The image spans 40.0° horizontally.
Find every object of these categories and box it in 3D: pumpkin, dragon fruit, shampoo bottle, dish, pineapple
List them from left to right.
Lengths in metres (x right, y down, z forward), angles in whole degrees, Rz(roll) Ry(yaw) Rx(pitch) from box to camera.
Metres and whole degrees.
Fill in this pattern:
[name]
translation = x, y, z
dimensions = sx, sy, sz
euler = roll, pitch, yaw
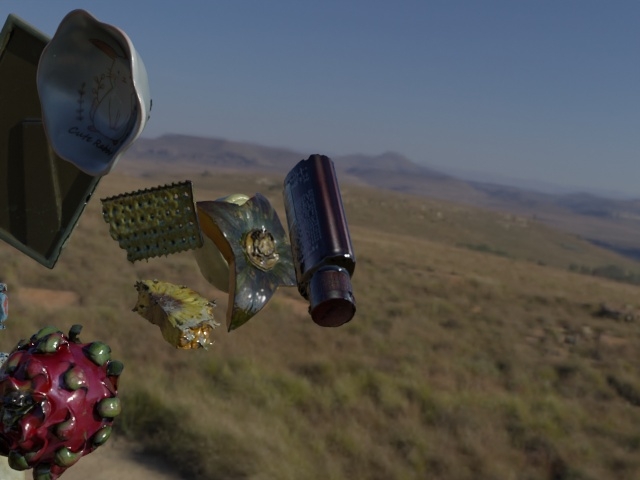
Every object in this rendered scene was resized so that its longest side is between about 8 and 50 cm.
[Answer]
[dragon fruit]
translation = -0.388, 0.234, 1.238
dimensions = 0.198, 0.218, 0.273
euler = -2, -24, -39
[dish]
translation = -0.298, -0.204, 1.228
dimensions = 0.229, 0.229, 0.081
euler = 10, 14, 37
[pineapple]
translation = -0.271, 0.148, 1.754
dimensions = 0.135, 0.079, 0.233
euler = -7, 27, -36
[pumpkin]
translation = -0.152, 0.032, 1.940
dimensions = 0.095, 0.290, 0.258
euler = -29, -10, 37
[shampoo bottle]
translation = 0.000, 0.000, 1.478
dimensions = 0.084, 0.129, 0.323
euler = 21, 36, -29

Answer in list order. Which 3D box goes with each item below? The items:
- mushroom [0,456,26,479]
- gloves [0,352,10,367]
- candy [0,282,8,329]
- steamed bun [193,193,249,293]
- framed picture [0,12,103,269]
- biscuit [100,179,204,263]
[mushroom]
translation = -0.635, 0.407, 1.504
dimensions = 0.246, 0.246, 0.202
euler = 7, -38, 0
[gloves]
translation = -0.582, 0.273, 1.690
dimensions = 0.070, 0.114, 0.153
euler = -5, -17, 35
[candy]
translation = -0.578, 0.118, 1.580
dimensions = 0.030, 0.083, 0.020
euler = 5, 1, -2
[steamed bun]
translation = -0.248, 0.024, 2.318
dimensions = 0.166, 0.273, 0.232
euler = -18, 5, -40
[framed picture]
translation = -0.457, -0.150, 1.399
dimensions = 0.247, 0.335, 0.022
euler = 32, 18, -2
[biscuit]
translation = -0.324, -0.033, 1.692
dimensions = 0.203, 0.144, 0.016
euler = -12, 0, 17
